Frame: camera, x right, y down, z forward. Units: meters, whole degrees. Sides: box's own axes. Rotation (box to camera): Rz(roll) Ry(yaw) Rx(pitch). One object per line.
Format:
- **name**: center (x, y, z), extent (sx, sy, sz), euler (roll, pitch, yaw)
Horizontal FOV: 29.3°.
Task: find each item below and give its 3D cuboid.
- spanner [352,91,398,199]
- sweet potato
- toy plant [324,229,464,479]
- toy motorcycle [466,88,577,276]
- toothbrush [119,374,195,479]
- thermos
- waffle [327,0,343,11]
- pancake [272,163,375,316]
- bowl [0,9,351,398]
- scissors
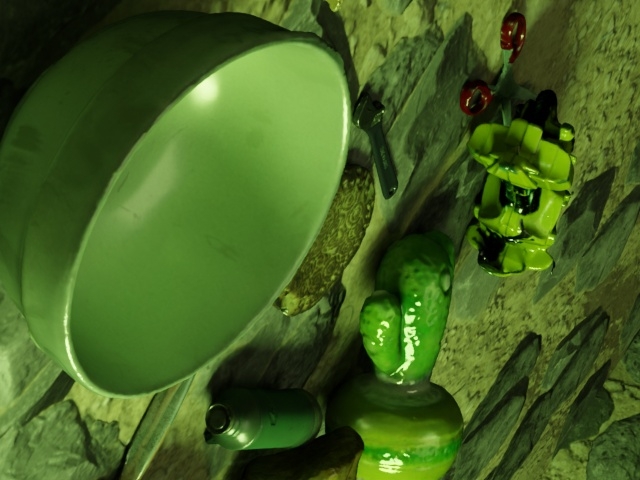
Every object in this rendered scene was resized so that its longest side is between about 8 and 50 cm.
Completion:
- **spanner**: center (0.066, -0.105, 1.404), extent (0.046, 0.012, 0.208), euler (-52, 154, -17)
- **sweet potato**: center (-0.064, 0.395, 1.525), extent (0.158, 0.157, 0.370), euler (0, 115, -62)
- **toy plant**: center (0.104, 0.144, 1.595), extent (0.224, 0.184, 0.316), euler (-18, 116, -62)
- **toy motorcycle**: center (0.278, -0.065, 1.699), extent (0.342, 0.142, 0.206), euler (67, 38, -66)
- **toothbrush**: center (-0.121, 0.100, 1.251), extent (0.375, 0.028, 0.037), euler (-62, 162, 3)
- **thermos**: center (-0.075, 0.203, 1.406), extent (0.187, 0.083, 0.073), euler (17, 79, -63)
- **waffle**: center (0.068, -0.313, 1.162), extent (0.191, 0.032, 0.125), euler (-41, 147, -33)
- **pancake**: center (0.001, 0.001, 1.382), extent (0.199, 0.021, 0.199), euler (-43, 150, -33)
- **bowl**: center (-0.128, -0.044, 0.927), extent (0.307, 0.163, 0.307), euler (-44, 151, -32)
- **scissors**: center (0.249, -0.201, 1.641), extent (0.144, 0.017, 0.247), euler (-59, 156, -3)
